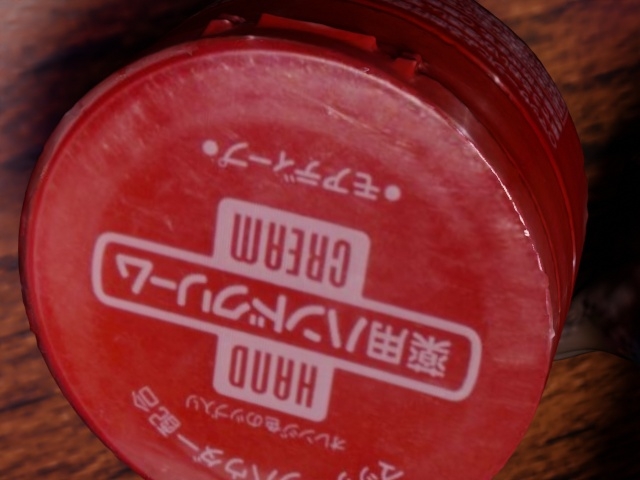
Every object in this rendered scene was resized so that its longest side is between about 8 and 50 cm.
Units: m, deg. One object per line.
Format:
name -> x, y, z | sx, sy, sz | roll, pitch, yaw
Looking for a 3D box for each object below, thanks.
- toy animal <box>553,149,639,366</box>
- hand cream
toy animal -> 0.191, 0.079, 0.565 | 0.194, 0.303, 0.344 | -6, 88, -15
hand cream -> 0.000, 0.000, 0.485 | 0.193, 0.125, 0.193 | 8, 117, 16
